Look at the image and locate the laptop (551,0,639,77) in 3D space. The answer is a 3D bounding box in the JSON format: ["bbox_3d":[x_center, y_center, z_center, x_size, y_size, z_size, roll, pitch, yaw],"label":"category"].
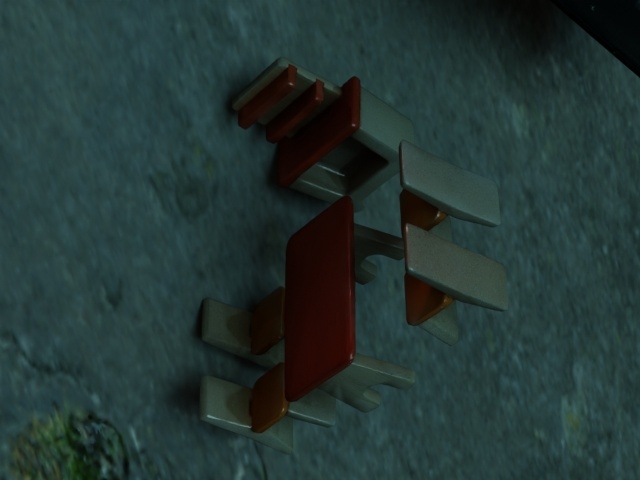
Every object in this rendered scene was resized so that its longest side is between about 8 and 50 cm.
[{"bbox_3d":[0.160,-0.393,1.501,0.408,0.236,0.382,31,78,-43],"label":"laptop"}]

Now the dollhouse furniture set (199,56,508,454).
[{"bbox_3d":[0.000,0.000,1.385,0.135,0.262,0.259,24,47,-30],"label":"dollhouse furniture set"}]
